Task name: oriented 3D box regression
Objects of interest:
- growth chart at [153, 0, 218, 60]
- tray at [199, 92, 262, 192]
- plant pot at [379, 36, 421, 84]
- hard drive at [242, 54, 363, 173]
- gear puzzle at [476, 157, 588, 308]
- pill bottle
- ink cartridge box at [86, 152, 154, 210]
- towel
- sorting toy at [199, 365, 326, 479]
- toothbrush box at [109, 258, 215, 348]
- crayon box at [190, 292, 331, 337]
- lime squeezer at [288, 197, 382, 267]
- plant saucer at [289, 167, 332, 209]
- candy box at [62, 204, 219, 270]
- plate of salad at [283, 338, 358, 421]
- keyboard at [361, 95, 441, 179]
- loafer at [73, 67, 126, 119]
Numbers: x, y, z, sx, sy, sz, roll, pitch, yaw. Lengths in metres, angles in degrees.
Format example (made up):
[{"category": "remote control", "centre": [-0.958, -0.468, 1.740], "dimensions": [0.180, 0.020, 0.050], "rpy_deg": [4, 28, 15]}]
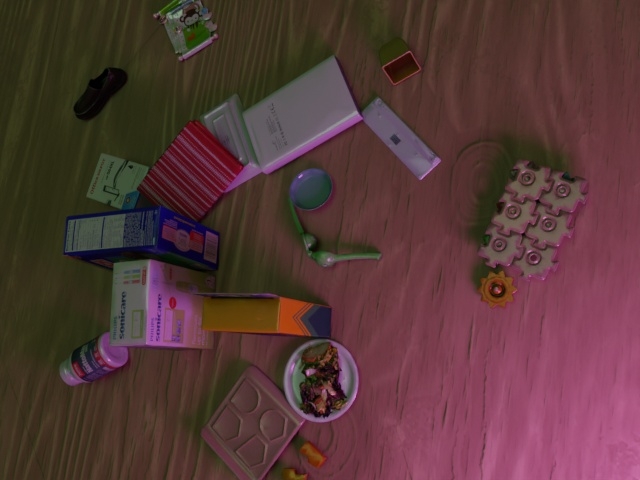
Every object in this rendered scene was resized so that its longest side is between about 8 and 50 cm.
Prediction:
[{"category": "growth chart", "centre": [-0.416, -0.673, 1.949], "dimensions": [0.172, 0.021, 0.237], "rpy_deg": [-35, 67, 14]}, {"category": "tray", "centre": [-0.262, -0.284, 1.787], "dimensions": [0.145, 0.030, 0.270], "rpy_deg": [-28, 69, 19]}, {"category": "plant pot", "centre": [0.194, -0.463, 1.585], "dimensions": [0.081, 0.081, 0.083], "rpy_deg": [-27, 58, 18]}, {"category": "hard drive", "centre": [-0.055, -0.338, 1.691], "dimensions": [0.308, 0.040, 0.203], "rpy_deg": [-27, 68, 19]}, {"category": "gear puzzle", "centre": [0.453, -0.002, 1.387], "dimensions": [0.176, 0.044, 0.338], "rpy_deg": [24, 92, 26]}, {"category": "pill bottle", "centre": [-0.653, 0.344, 1.793], "dimensions": [0.180, 0.108, 0.108], "rpy_deg": [-30, 68, 17]}, {"category": "ink cartridge box", "centre": [-0.587, -0.164, 1.883], "dimensions": [0.203, 0.086, 0.148], "rpy_deg": [17, 87, 26]}, {"category": "towel", "centre": [-0.365, -0.177, 1.753], "dimensions": [0.199, 0.031, 0.275], "rpy_deg": [43, 109, -3]}, {"category": "sorting toy", "centre": [-0.137, 0.493, 1.560], "dimensions": [0.307, 0.041, 0.229], "rpy_deg": [38, 92, 27]}, {"category": "toothbrush box", "centre": [-0.397, 0.174, 1.610], "dimensions": [0.122, 0.283, 0.206], "rpy_deg": [-7, 75, 24]}, {"category": "crayon box", "centre": [-0.131, 0.178, 1.461], "dimensions": [0.203, 0.323, 0.083], "rpy_deg": [-2, 78, 25]}, {"category": "lime squeezer", "centre": [0.000, 0.000, 1.588], "dimensions": [0.310, 0.059, 0.110], "rpy_deg": [33, 94, 28]}, {"category": "plant saucer", "centre": [-0.022, -0.131, 1.638], "dimensions": [0.119, 0.021, 0.119], "rpy_deg": [-6, 69, 17]}, {"category": "candy box", "centre": [-0.480, 0.010, 1.693], "dimensions": [0.317, 0.268, 0.122], "rpy_deg": [-4, 74, 25]}, {"category": "plate of salad", "centre": [-0.005, 0.337, 1.518], "dimensions": [0.200, 0.048, 0.199], "rpy_deg": [-6, 74, 21]}, {"category": "keyboard", "centre": [0.196, -0.261, 1.578], "dimensions": [0.072, 0.014, 0.256], "rpy_deg": [-46, 64, 16]}, {"category": "loafer", "centre": [-0.730, -0.485, 2.023], "dimensions": [0.220, 0.078, 0.080], "rpy_deg": [-43, 65, 11]}]
